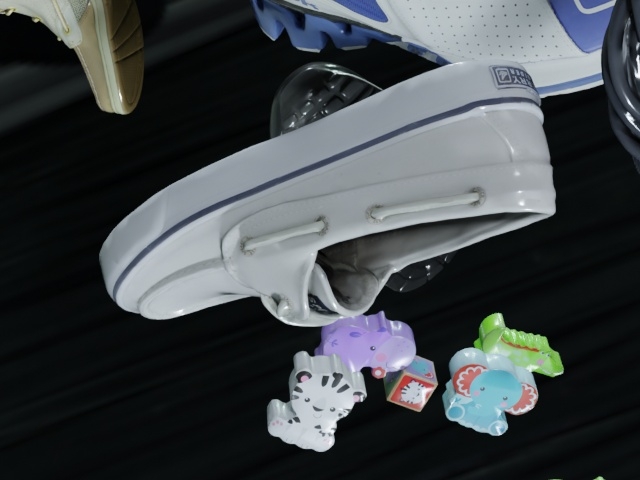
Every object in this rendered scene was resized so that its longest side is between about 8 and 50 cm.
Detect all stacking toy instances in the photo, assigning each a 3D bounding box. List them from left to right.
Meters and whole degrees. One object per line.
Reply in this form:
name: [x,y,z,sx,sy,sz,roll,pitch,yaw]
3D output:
stacking toy: [0.063,0.071,0.984,0.221,0.052,0.167,21,27,-18]

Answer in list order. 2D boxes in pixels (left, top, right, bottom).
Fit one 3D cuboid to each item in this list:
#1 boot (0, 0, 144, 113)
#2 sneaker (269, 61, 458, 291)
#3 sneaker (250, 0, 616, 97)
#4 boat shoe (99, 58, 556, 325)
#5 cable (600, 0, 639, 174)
boot: [-0.244,-0.195,1.431,0.077,0.165,0.213,-68,146,-63]
sneaker: [0.006,-0.060,1.274,0.124,0.107,0.283,46,-3,30]
sneaker: [0.040,-0.181,0.932,0.182,0.315,0.127,42,65,-46]
boat shoe: [0.000,0.000,0.874,0.096,0.267,0.088,17,55,-57]
cable: [0.186,-0.100,0.774,0.184,0.150,0.047,52,1,-44]
